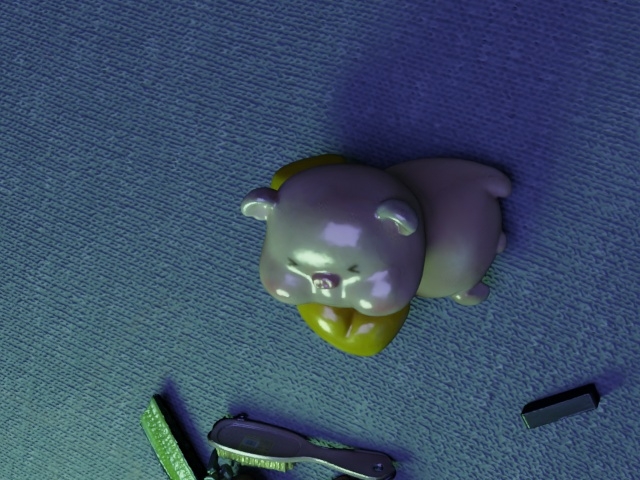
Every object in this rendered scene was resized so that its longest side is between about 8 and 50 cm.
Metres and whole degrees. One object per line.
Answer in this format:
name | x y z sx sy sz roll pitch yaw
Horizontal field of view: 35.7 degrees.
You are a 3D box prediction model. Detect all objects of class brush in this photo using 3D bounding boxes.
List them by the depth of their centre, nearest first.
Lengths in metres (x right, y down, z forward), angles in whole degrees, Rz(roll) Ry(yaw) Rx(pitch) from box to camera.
brush | -0.030 0.345 1.573 0.312 0.072 0.067 8 130 17

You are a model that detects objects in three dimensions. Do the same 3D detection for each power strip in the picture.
power strip | 0.337 0.234 1.396 0.111 0.038 0.029 -24 95 27

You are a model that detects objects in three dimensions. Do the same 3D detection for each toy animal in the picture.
toy animal | 0.072 0.017 1.293 0.345 0.247 0.278 4 87 7

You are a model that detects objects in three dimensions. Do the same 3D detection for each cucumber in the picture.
cucumber | -0.242 0.360 1.669 0.070 0.046 0.220 -28 91 29

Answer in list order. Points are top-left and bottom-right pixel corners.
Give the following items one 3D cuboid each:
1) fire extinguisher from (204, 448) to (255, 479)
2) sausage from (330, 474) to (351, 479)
fire extinguisher | -0.110 0.462 1.605 0.104 0.105 0.269 -36 88 26
sausage | 0.044 0.507 1.545 0.123 0.123 0.253 -9 100 24
